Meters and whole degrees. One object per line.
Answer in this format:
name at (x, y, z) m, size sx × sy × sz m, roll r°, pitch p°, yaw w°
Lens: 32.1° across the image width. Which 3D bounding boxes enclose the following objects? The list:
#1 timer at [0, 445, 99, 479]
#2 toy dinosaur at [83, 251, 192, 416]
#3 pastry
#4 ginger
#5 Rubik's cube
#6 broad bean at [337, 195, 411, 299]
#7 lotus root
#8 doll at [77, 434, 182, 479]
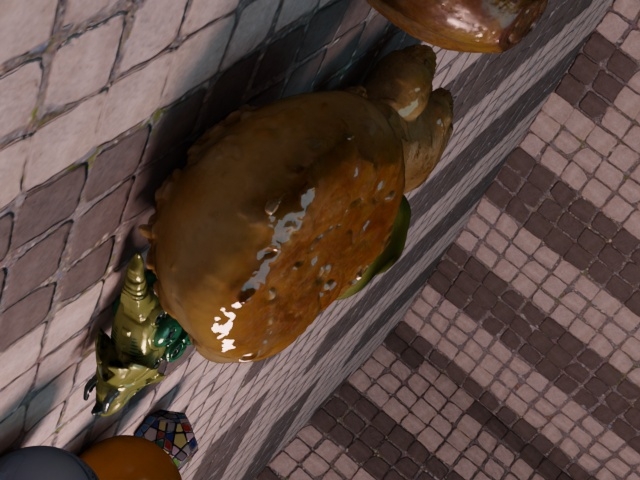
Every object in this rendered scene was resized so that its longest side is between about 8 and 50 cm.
timer at (-0.360, 0.311, 1.243) m, size 0.255 × 0.175 × 0.175 m, roll 9°, pitch 124°, yaw -46°
toy dinosaur at (-0.199, 0.087, 1.259) m, size 0.153 × 0.094 × 0.259 m, roll -45°, pitch 160°, yaw -46°
pastry at (-0.055, -0.032, 1.164) m, size 0.315 × 0.184 × 0.284 m, roll -45°, pitch 153°, yaw -23°
ginger at (0.079, -0.133, 1.447) m, size 0.236 × 0.166 × 0.375 m, roll -38°, pitch 180°, yaw 16°
Rubik's cube at (-0.251, 0.329, 1.810) m, size 0.111 × 0.111 × 0.093 m, roll -17°, pitch 116°, yaw -72°
broad bean at (0.074, 0.006, 1.999) m, size 0.238 × 0.119 × 0.291 m, roll -52°, pitch 169°, yaw 8°
lotus root at (0.164, -0.297, 1.216) m, size 0.188 × 0.180 × 0.199 m, roll -47°, pitch 170°, yaw -2°
doll at (-0.268, 0.396, 1.578) m, size 0.213 × 0.236 × 0.213 m, roll -52°, pitch 166°, yaw -19°
